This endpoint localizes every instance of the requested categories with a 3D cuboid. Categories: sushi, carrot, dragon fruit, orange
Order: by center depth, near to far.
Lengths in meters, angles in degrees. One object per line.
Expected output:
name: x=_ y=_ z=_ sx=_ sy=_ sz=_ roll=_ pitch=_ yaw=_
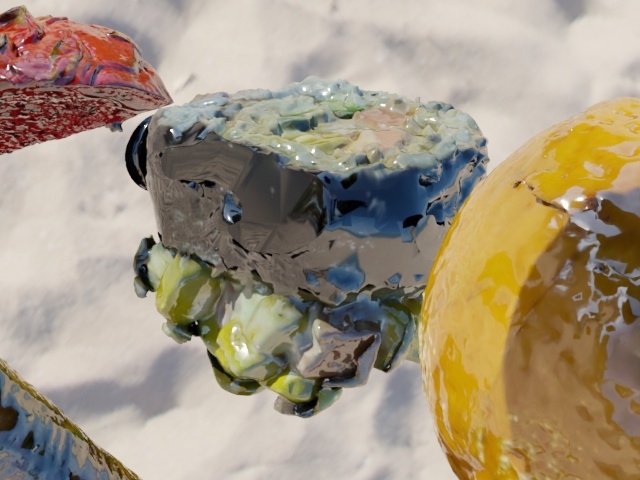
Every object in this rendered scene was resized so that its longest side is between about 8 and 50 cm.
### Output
dragon fruit: x=-0.181 y=-0.105 z=1.038 sx=0.106 sy=0.162 sz=0.083 roll=27 pitch=55 yaw=-67
orange: x=0.223 y=0.079 z=1.089 sx=0.340 sy=0.293 sz=0.341 roll=17 pitch=31 yaw=-11
carrot: x=-0.193 y=0.191 z=1.278 sx=0.302 sy=0.114 sz=0.114 roll=51 pitch=44 yaw=-41
sushi: x=0.000 y=0.000 z=1.776 sx=0.327 sy=0.285 sz=0.328 roll=14 pitch=24 yaw=29
